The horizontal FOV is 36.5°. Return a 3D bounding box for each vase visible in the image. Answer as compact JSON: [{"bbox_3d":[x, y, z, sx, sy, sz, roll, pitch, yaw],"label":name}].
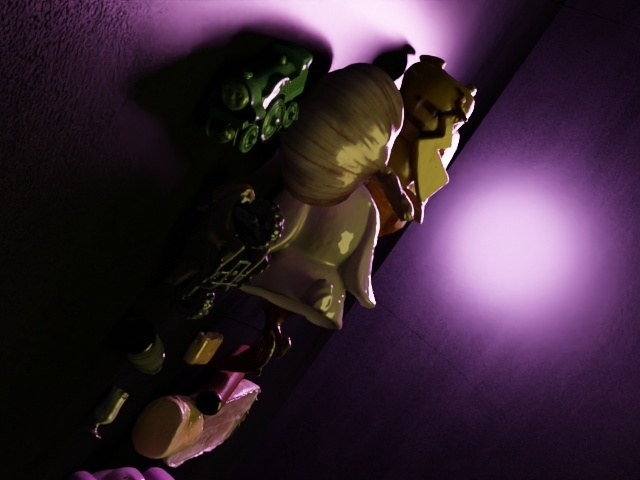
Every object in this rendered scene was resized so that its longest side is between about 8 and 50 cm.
[{"bbox_3d":[-0.265,0.167,1.465,0.060,0.060,0.211,-52,171,-16],"label":"vase"}]

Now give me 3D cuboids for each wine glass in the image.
[{"bbox_3d":[-0.338,0.267,1.527,0.083,0.042,0.039,-55,-152,-13],"label":"wine glass"}]

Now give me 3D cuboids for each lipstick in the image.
[{"bbox_3d":[-0.197,0.292,2.061,0.057,0.057,0.356,-57,179,12],"label":"lipstick"}]

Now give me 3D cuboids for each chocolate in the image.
[{"bbox_3d":[-0.251,0.381,2.121,0.185,0.100,0.303,-51,166,15],"label":"chocolate"}]

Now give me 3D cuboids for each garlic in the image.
[{"bbox_3d":[0.060,-0.128,1.482,0.245,0.253,0.245,-44,169,-10],"label":"garlic"}]

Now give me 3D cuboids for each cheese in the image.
[{"bbox_3d":[-0.291,0.359,1.880,0.123,0.094,0.167,-53,170,-2],"label":"cheese"}]

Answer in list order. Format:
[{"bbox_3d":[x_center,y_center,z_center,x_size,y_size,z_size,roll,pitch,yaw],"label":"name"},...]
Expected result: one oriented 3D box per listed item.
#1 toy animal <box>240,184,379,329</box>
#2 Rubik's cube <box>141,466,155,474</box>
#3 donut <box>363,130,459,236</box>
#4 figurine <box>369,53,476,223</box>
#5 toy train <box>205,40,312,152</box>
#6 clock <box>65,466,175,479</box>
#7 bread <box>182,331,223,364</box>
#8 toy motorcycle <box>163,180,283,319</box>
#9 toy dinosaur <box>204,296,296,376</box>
[{"bbox_3d":[0.000,0.000,1.713,0.265,0.272,0.206,-66,-162,-11],"label":"toy animal"},{"bbox_3d":[-0.378,0.752,2.149,0.313,0.316,0.318,-47,168,-43],"label":"Rubik's cube"},{"bbox_3d":[0.201,-0.152,2.309,0.330,0.160,0.330,-51,177,-3],"label":"donut"},{"bbox_3d":[0.189,-0.205,1.982,0.326,0.218,0.169,-53,-166,10],"label":"figurine"},{"bbox_3d":[-0.075,-0.175,1.194,0.178,0.071,0.104,-43,157,-56],"label":"toy train"},{"bbox_3d":[-0.380,0.507,1.725,0.248,0.090,0.227,24,95,-52],"label":"clock"},{"bbox_3d":[-0.226,0.206,1.858,0.070,0.035,0.083,-57,164,9],"label":"bread"},{"bbox_3d":[-0.143,0.006,1.385,0.229,0.129,0.094,-45,152,25],"label":"toy motorcycle"},{"bbox_3d":[-0.126,0.152,1.949,0.327,0.113,0.206,-36,-133,52],"label":"toy dinosaur"}]
